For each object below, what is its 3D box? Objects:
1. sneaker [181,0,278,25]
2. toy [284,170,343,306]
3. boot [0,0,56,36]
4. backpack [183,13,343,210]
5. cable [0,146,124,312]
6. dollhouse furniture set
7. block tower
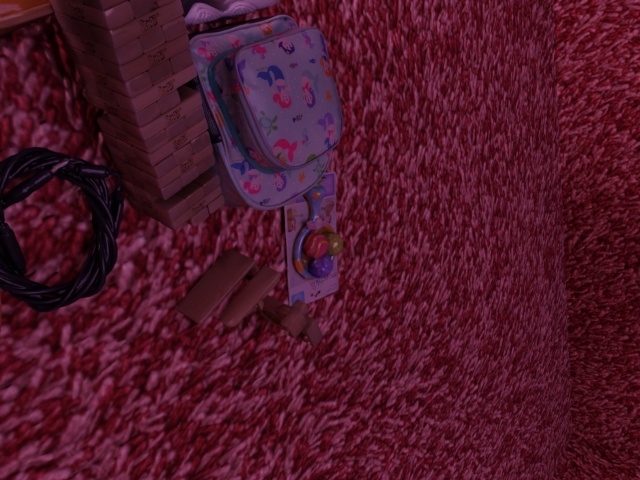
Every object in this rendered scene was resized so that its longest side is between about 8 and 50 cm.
[{"bbox_3d":[-0.163,-0.363,0.648,0.268,0.101,0.153,-33,121,-38],"label":"sneaker"},{"bbox_3d":[0.000,0.000,0.912,0.137,0.056,0.237,-17,107,-44],"label":"toy"},{"bbox_3d":[-0.365,-0.279,0.437,0.295,0.104,0.211,-39,122,-33],"label":"boot"},{"bbox_3d":[-0.084,-0.172,0.710,0.225,0.191,0.253,-36,125,-40],"label":"backpack"},{"bbox_3d":[-0.307,-0.009,0.570,0.150,0.047,0.184,15,88,-43],"label":"cable"},{"bbox_3d":[-0.103,0.125,0.769,0.123,0.144,0.151,-50,143,-26],"label":"dollhouse furniture set"},{"bbox_3d":[-0.193,-0.158,0.558,0.091,0.097,0.335,-46,148,-33],"label":"block tower"}]
